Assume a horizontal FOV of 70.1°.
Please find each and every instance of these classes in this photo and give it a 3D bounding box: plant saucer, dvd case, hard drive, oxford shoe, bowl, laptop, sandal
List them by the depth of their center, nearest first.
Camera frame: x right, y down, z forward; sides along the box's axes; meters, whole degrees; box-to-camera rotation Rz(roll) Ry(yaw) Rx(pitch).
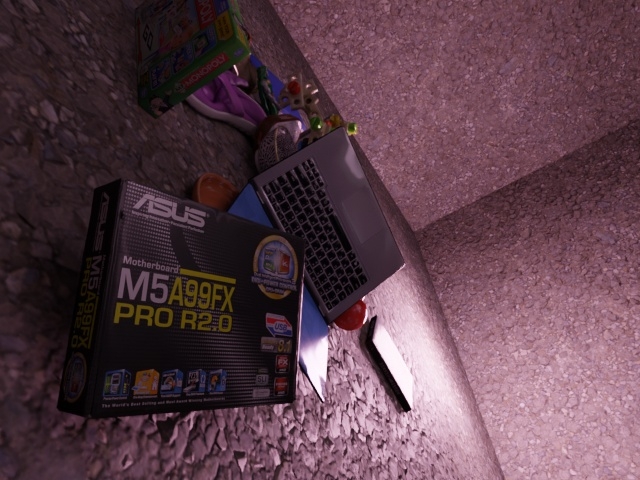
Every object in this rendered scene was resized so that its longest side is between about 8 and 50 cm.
[{"bbox_3d":[-0.169,-0.028,0.833,0.200,0.037,0.200,55,17,-26],"label":"plant saucer"},{"bbox_3d":[0.025,0.016,0.926,0.236,0.407,0.382,12,-47,61],"label":"laptop"},{"bbox_3d":[-0.220,-0.367,1.099,0.169,0.102,0.416,65,17,10],"label":"sandal"},{"bbox_3d":[-0.116,-0.203,1.159,0.170,0.080,0.170,-7,90,-74],"label":"bowl"},{"bbox_3d":[-0.226,-0.501,1.241,0.123,0.130,0.348,64,16,8],"label":"oxford shoe"},{"bbox_3d":[0.209,0.362,1.363,0.239,0.029,0.179,60,17,-7],"label":"dvd case"},{"bbox_3d":[-0.167,-0.522,1.611,0.210,0.040,0.318,66,17,14],"label":"hard drive"}]

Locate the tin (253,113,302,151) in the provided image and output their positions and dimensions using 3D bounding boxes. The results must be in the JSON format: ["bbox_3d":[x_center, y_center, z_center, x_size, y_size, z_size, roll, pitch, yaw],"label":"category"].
[{"bbox_3d":[-0.113,-0.290,1.250,0.040,0.106,0.189,25,28,22],"label":"tin"}]

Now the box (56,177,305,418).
[{"bbox_3d":[-0.129,0.075,0.515,0.270,0.060,0.216,20,69,-49],"label":"box"}]

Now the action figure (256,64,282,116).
[{"bbox_3d":[-0.144,-0.389,1.330,0.137,0.063,0.232,-107,-177,-67],"label":"action figure"}]

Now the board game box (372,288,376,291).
[{"bbox_3d":[0.152,0.096,1.617,0.103,0.026,0.154,50,20,-35],"label":"board game box"}]

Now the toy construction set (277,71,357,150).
[{"bbox_3d":[0.008,-0.298,1.237,0.327,0.151,0.215,35,64,-58],"label":"toy construction set"}]

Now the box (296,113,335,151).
[{"bbox_3d":[-0.008,-0.313,1.511,0.119,0.180,0.182,57,17,-18],"label":"box"}]

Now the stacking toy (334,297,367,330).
[{"bbox_3d":[0.069,0.097,1.221,0.141,0.141,0.330,49,28,-38],"label":"stacking toy"}]

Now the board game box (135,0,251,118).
[{"bbox_3d":[-0.252,-0.399,0.859,0.046,0.213,0.317,40,27,-52],"label":"board game box"}]
